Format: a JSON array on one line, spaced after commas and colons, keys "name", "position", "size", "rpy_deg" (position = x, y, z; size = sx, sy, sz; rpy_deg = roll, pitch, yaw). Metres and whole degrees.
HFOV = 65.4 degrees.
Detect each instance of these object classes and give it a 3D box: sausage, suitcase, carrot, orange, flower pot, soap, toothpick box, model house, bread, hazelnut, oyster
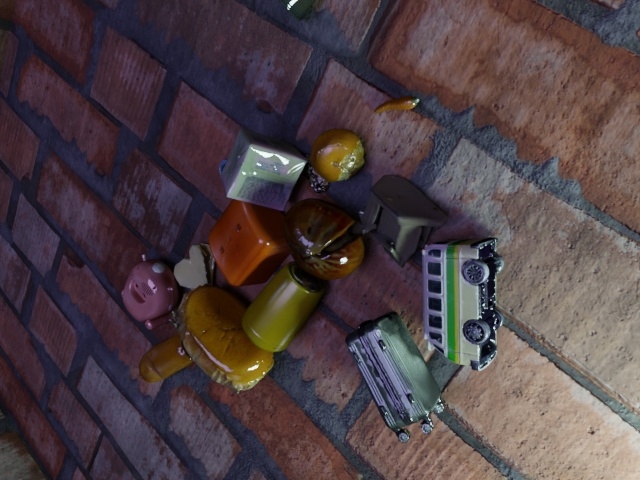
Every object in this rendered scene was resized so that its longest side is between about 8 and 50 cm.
[{"name": "sausage", "position": [-0.596, 0.457, 1.931], "size": [0.354, 0.116, 0.134], "rpy_deg": [-31, 94, 36]}, {"name": "suitcase", "position": [0.204, 0.349, 1.329], "size": [0.128, 0.202, 0.312], "rpy_deg": [-33, 78, 22]}, {"name": "carrot", "position": [0.201, -0.359, 1.323], "size": [0.142, 0.035, 0.035], "rpy_deg": [0, 97, 41]}, {"name": "orange", "position": [0.049, -0.241, 1.390], "size": [0.156, 0.134, 0.157], "rpy_deg": [4, 133, 4]}, {"name": "flower pot", "position": [-0.066, -0.709, 1.385], "size": [0.106, 0.157, 0.157], "rpy_deg": [-33, 79, 18]}, {"name": "soap", "position": [-0.172, -0.207, 1.478], "size": [0.182, 0.199, 0.138], "rpy_deg": [-63, 36, 23]}, {"name": "toothpick box", "position": [-0.108, 0.195, 1.530], "size": [0.175, 0.175, 0.271], "rpy_deg": [46, 115, 20]}, {"name": "model house", "position": [0.200, -0.045, 1.323], "size": [0.229, 0.122, 0.188], "rpy_deg": [47, 133, 35]}, {"name": "bread", "position": [-0.322, 0.315, 1.670], "size": [0.388, 0.236, 0.183], "rpy_deg": [44, 135, 12]}, {"name": "hazelnut", "position": [0.000, 0.000, 1.400], "size": [0.217, 0.217, 0.251], "rpy_deg": [-39, 89, 32]}, {"name": "oyster", "position": [-0.024, -0.202, 1.497], "size": [0.132, 0.029, 0.086], "rpy_deg": [42, 118, 20]}]

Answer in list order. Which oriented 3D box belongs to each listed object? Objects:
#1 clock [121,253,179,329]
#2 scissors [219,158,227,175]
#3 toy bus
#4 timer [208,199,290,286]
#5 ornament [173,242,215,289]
[{"name": "clock", "position": [-0.647, 0.184, 1.889], "size": [0.227, 0.142, 0.241], "rpy_deg": [44, 125, 20]}, {"name": "scissors", "position": [-0.259, -0.165, 1.659], "size": [0.125, 0.030, 0.256], "rpy_deg": [-27, 82, 37]}, {"name": "toy bus", "position": [0.346, 0.149, 1.237], "size": [0.179, 0.143, 0.306], "rpy_deg": [2, 99, 36]}, {"name": "timer", "position": [-0.238, -0.014, 1.598], "size": [0.257, 0.161, 0.250], "rpy_deg": [-49, 67, 29]}, {"name": "ornament", "position": [-0.445, 0.120, 1.815], "size": [0.201, 0.059, 0.180], "rpy_deg": [-42, 74, 34]}]
